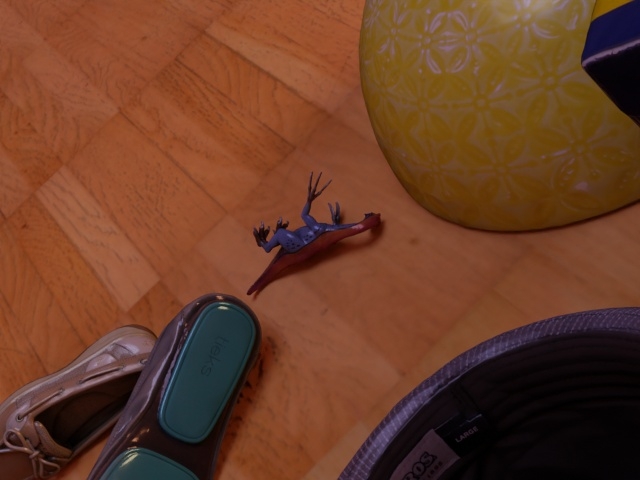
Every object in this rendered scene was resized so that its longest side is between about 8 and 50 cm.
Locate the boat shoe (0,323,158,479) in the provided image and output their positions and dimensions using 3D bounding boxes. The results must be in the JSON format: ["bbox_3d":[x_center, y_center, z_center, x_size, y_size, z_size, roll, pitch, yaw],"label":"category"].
[{"bbox_3d":[-0.167,0.118,0.764,0.153,0.056,0.048,-35,33,-4],"label":"boat shoe"}]

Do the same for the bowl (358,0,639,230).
[{"bbox_3d":[0.128,-0.165,0.703,0.289,0.156,0.289,-24,41,22],"label":"bowl"}]

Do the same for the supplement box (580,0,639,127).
[{"bbox_3d":[0.280,-0.176,0.522,0.195,0.194,0.356,-18,41,46],"label":"supplement box"}]

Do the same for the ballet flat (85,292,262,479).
[{"bbox_3d":[-0.097,0.129,0.696,0.068,0.072,0.213,-34,27,58],"label":"ballet flat"}]

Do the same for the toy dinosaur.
[{"bbox_3d":[0.000,0.000,0.765,0.082,0.047,0.090,12,94,37],"label":"toy dinosaur"}]

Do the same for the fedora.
[{"bbox_3d":[0.111,0.151,0.429,0.243,0.124,0.275,-39,27,-1],"label":"fedora"}]
